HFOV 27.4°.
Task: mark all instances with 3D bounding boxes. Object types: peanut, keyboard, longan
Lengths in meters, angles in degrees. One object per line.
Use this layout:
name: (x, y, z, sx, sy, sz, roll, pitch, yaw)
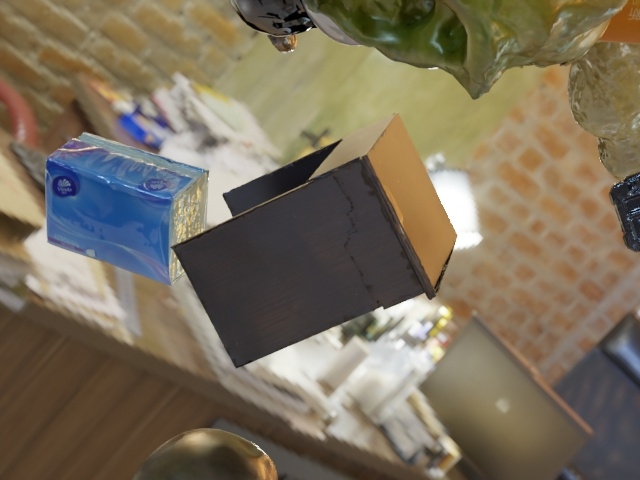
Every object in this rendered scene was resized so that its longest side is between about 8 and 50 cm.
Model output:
peanut: (0.448, -0.205, 1.968, 0.147, 0.147, 0.319, 53, -7, 44)
keyboard: (0.507, -0.069, 1.686, 0.016, 0.262, 0.106, 5, 67, -68)
longan: (-0.145, 0.332, 1.631, 0.196, 0.196, 0.220, 41, 18, -10)

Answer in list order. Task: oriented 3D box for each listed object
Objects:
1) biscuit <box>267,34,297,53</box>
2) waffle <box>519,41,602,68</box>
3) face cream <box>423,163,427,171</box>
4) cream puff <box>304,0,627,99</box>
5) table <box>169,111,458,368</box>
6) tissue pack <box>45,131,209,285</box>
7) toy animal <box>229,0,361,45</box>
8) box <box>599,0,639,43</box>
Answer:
biscuit: (-0.081, -0.371, 1.926, 0.212, 0.036, 0.212, -21, 90, -80)
waffle: (0.292, -0.347, 1.702, 0.052, 0.254, 0.245, -23, 96, -38)
face cream: (0.131, -0.022, 2.273, 0.096, 0.154, 0.274, 20, 51, -13)
cream puff: (0.076, -0.210, 0.913, 0.281, 0.185, 0.282, 30, 21, -13)
table: (0.000, 0.000, 1.696, 0.196, 0.282, 0.250, 62, 19, -12)
tissue pack: (-0.347, -0.056, 2.342, 0.263, 0.198, 0.146, 19, 35, 19)
toy animal: (0.019, -0.311, 1.444, 0.235, 0.187, 0.165, 8, -13, 31)
box: (0.280, -0.314, 1.490, 0.273, 0.091, 0.221, 3, 38, -5)
